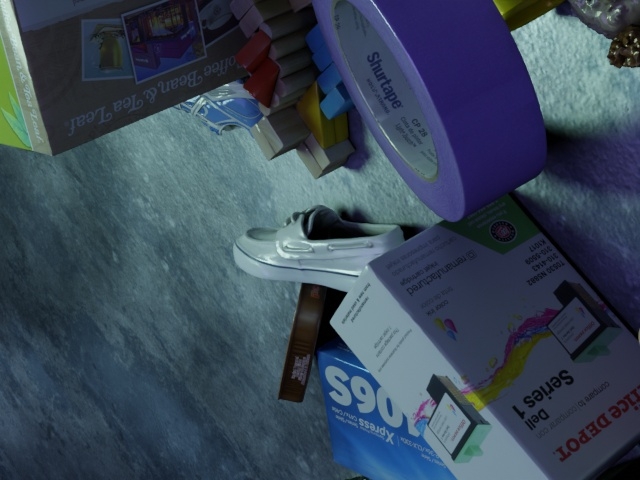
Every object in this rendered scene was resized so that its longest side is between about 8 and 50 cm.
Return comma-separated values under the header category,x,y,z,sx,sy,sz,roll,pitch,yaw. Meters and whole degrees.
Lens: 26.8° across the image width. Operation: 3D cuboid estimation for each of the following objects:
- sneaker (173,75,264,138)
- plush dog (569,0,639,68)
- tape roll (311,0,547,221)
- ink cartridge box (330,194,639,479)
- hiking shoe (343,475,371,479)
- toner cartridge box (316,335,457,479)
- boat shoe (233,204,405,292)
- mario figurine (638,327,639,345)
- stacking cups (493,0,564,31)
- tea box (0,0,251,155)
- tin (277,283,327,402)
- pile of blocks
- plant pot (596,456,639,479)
category,x,y,z,sx,sy,sz,roll,pitch,yaw
sneaker,-0.135,-0.167,1.604,0.211,0.080,0.081,13,120,48
plush dog,0.241,-0.259,1.034,0.225,0.211,0.262,93,164,-55
tape roll,0.093,-0.156,1.224,0.275,0.090,0.275,58,171,14
ink cartridge box,0.180,0.114,1.297,0.278,0.201,0.117,50,143,16
hiking shoe,0.088,0.377,1.660,0.304,0.113,0.132,-2,110,52
toner cartridge box,0.148,0.224,1.518,0.348,0.075,0.165,17,126,44
boat shoe,0.000,0.000,1.553,0.258,0.095,0.084,7,115,37
mario figurine,0.316,0.022,1.086,0.170,0.198,0.320,16,122,30
stacking cups,0.112,-0.336,1.191,0.096,0.096,0.316,-36,80,54
tea box,-0.274,-0.263,1.499,0.323,0.329,0.220,14,123,44
tin,-0.021,0.118,1.637,0.040,0.106,0.189,9,133,-3
pile of blocks,-0.030,-0.222,1.411,0.149,0.112,0.362,16,125,45
plant pot,0.327,0.301,1.274,0.187,0.188,0.167,54,131,11
